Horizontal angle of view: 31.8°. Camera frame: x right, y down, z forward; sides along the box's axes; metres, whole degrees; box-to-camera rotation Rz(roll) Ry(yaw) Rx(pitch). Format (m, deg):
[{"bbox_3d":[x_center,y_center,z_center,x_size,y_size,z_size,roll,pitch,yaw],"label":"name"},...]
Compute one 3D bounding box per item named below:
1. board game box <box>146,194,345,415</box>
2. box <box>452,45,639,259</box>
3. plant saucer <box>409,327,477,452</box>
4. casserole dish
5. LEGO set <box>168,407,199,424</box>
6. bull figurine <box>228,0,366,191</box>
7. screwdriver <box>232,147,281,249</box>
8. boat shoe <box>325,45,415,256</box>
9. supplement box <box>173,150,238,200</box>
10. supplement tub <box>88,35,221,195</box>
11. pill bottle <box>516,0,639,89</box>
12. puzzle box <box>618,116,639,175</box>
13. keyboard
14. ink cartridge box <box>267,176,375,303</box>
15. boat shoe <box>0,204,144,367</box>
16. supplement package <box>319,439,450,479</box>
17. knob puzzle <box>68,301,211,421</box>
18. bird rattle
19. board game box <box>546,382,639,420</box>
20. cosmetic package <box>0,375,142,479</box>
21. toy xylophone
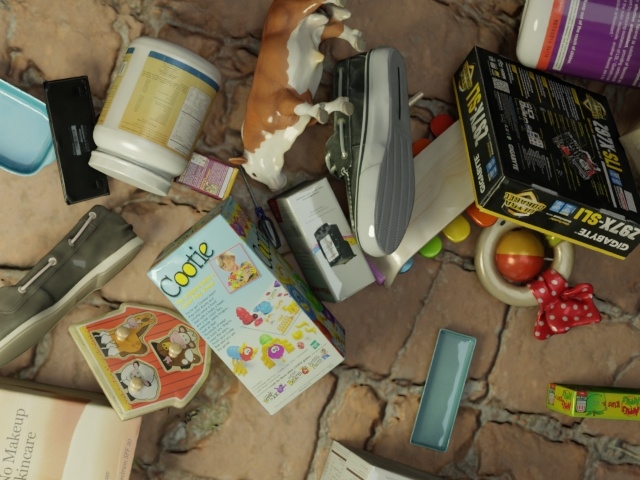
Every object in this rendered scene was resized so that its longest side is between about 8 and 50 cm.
[{"bbox_3d":[-0.103,0.092,1.650,0.144,0.142,0.275,-38,100,10],"label":"board game box"},{"bbox_3d":[0.343,-0.140,1.707,0.257,0.079,0.322,18,41,-20],"label":"box"},{"bbox_3d":[0.196,0.241,1.812,0.067,0.018,0.192,17,85,-14],"label":"plant saucer"},{"bbox_3d":[-0.465,-0.169,1.627,0.188,0.037,0.114,28,83,-14],"label":"casserole dish"},{"bbox_3d":[-0.222,0.242,1.703,0.054,0.023,0.083,-27,110,-11],"label":"LEGO set"},{"bbox_3d":[-0.038,-0.231,1.674,0.101,0.188,0.311,16,77,-49],"label":"bull figurine"},{"bbox_3d":[-0.102,-0.063,1.736,0.024,0.025,0.170,-24,87,-13],"label":"screwdriver"},{"bbox_3d":[0.068,-0.129,1.687,0.121,0.119,0.335,37,51,-53],"label":"boat shoe"},{"bbox_3d":[-0.174,-0.098,1.699,0.083,0.043,0.055,23,85,-15],"label":"supplement box"},{"bbox_3d":[-0.242,-0.179,1.629,0.144,0.144,0.200,23,85,-14],"label":"supplement tub"},{"bbox_3d":[0.474,-0.328,1.726,0.322,0.181,0.182,13,87,6],"label":"pill bottle"},{"bbox_3d":[0.668,-0.155,1.838,0.409,0.052,0.272,-40,101,-35],"label":"puzzle box"},{"bbox_3d":[-0.350,-0.149,1.648,0.108,0.023,0.180,-19,105,-45],"label":"keyboard"},{"bbox_3d":[0.000,0.000,1.702,0.072,0.127,0.175,-28,98,-15],"label":"ink cartridge box"},{"bbox_3d":[-0.397,0.070,1.585,0.095,0.112,0.335,45,57,6],"label":"boat shoe"},{"bbox_3d":[0.139,0.427,1.701,0.261,0.204,0.145,21,85,-14],"label":"supplement package"},{"bbox_3d":[-0.241,0.160,1.636,0.213,0.030,0.213,14,45,-14],"label":"knob puzzle"},{"bbox_3d":[0.350,0.035,1.823,0.206,0.143,0.254,6,102,-3],"label":"bird rattle"},{"bbox_3d":[0.476,0.266,1.846,0.181,0.092,0.043,5,90,-15],"label":"board game box"},{"bbox_3d":[-0.416,0.281,1.593,0.296,0.129,0.153,11,88,-14],"label":"cosmetic package"},{"bbox_3d":[0.161,-0.092,1.756,0.322,0.081,0.236,-33,73,-6],"label":"toy xylophone"}]
